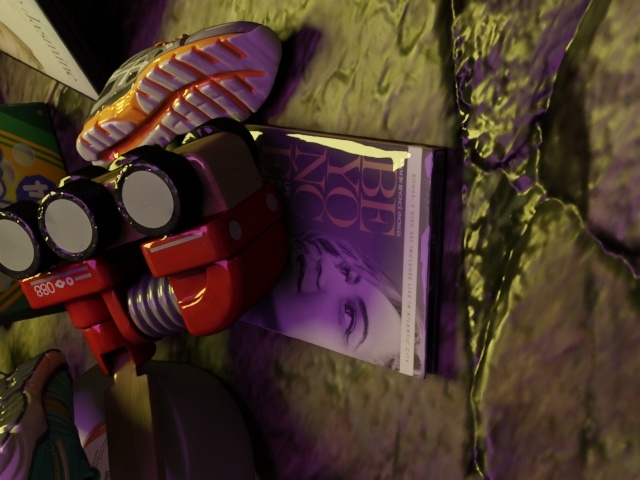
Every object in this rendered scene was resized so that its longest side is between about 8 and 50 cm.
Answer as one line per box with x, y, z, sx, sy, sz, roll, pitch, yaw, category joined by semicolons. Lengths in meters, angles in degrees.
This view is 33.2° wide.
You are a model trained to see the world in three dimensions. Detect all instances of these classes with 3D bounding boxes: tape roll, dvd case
-0.154;0.213;0.935;0.219;0.072;0.219;-10;76;44;tape roll
-0.298;-0.223;0.989;0.253;0.022;0.180;28;157;38;dvd case
0.000;0.000;0.818;0.221;0.018;0.164;13;106;43;dvd case

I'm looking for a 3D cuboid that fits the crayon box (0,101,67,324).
-0.376;-0.012;0.970;0.083;0.323;0.203;-26;80;44;crayon box

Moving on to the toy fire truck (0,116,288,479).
-0.126;0.060;0.831;0.217;0.158;0.246;-16;104;31;toy fire truck

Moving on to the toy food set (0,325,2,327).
-0.413;0.072;1.168;0.104;0.111;0.232;50;116;24;toy food set

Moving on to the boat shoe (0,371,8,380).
-0.390;0.133;1.138;0.089;0.109;0.258;53;156;27;boat shoe

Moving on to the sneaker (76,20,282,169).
-0.117;-0.129;0.868;0.215;0.084;0.083;-21;45;35;sneaker

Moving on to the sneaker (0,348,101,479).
-0.232;0.169;0.853;0.110;0.107;0.275;54;180;-15;sneaker
